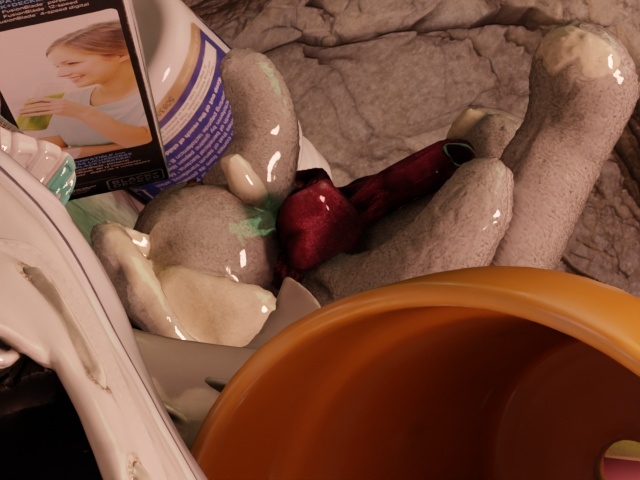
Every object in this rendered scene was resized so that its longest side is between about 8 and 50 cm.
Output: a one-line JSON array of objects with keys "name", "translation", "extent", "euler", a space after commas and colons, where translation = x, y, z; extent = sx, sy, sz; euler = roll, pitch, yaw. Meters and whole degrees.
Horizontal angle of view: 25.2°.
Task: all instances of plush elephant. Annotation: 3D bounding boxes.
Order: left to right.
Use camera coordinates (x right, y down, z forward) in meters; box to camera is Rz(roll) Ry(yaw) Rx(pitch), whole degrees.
[{"name": "plush elephant", "translation": [0.000, 0.000, 0.893], "extent": [0.255, 0.330, 0.272], "euler": [22, -3, -4]}]

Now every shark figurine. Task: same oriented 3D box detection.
[{"name": "shark figurine", "translation": [-0.047, 0.046, 0.677], "extent": [0.278, 0.116, 0.166], "euler": [24, -37, -6]}]

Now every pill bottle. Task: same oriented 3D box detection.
[{"name": "pill bottle", "translation": [-0.109, -0.095, 1.268], "extent": [0.265, 0.153, 0.153], "euler": [40, 6, -46]}]

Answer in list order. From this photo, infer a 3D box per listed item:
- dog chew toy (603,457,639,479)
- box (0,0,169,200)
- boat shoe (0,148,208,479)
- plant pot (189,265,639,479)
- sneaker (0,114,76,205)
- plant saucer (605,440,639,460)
[{"name": "dog chew toy", "translation": [0.152, 0.198, 0.739], "extent": [0.206, 0.206, 0.332], "euler": [47, 13, 29]}, {"name": "box", "translation": [-0.156, -0.151, 0.824], "extent": [0.290, 0.087, 0.169], "euler": [94, -18, -73]}, {"name": "boat shoe", "translation": [-0.104, 0.047, 0.410], "extent": [0.267, 0.096, 0.088], "euler": [56, 4, 24]}, {"name": "plant pot", "translation": [0.084, 0.103, 0.499], "extent": [0.205, 0.205, 0.188], "euler": [46, 25, 16]}, {"name": "sneaker", "translation": [-0.204, -0.058, 0.748], "extent": [0.076, 0.065, 0.166], "euler": [28, -10, 36]}, {"name": "plant saucer", "translation": [0.193, 0.089, 0.760], "extent": [0.241, 0.037, 0.241], "euler": [4, -2, 0]}]
